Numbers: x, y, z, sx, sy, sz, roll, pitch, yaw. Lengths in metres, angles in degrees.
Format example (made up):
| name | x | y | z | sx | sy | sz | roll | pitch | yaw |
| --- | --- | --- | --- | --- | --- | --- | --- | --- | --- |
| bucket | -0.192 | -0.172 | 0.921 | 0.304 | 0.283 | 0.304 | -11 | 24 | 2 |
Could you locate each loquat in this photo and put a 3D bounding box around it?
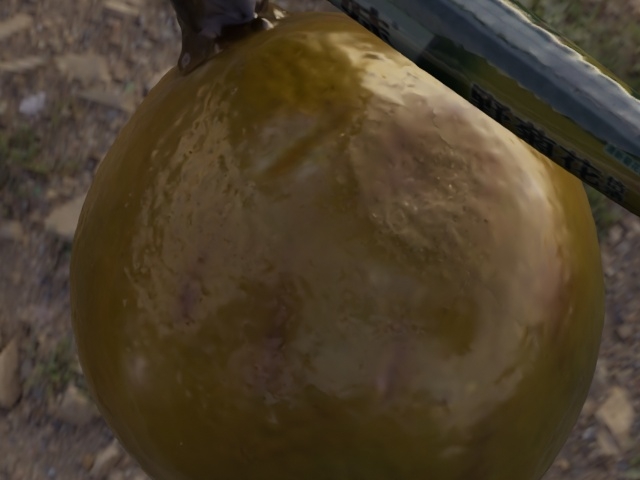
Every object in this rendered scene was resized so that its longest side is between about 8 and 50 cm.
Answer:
| name | x | y | z | sx | sy | sz | roll | pitch | yaw |
| --- | --- | --- | --- | --- | --- | --- | --- | --- | --- |
| loquat | 0.000 | 0.000 | 0.697 | 0.213 | 0.213 | 0.246 | -27 | 103 | -21 |

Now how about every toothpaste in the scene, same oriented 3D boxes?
| name | x | y | z | sx | sy | sz | roll | pitch | yaw |
| --- | --- | --- | --- | --- | --- | --- | --- | --- | --- |
| toothpaste | 0.045 | -0.051 | 0.471 | 0.204 | 0.049 | 0.031 | 39 | 86 | 23 |
